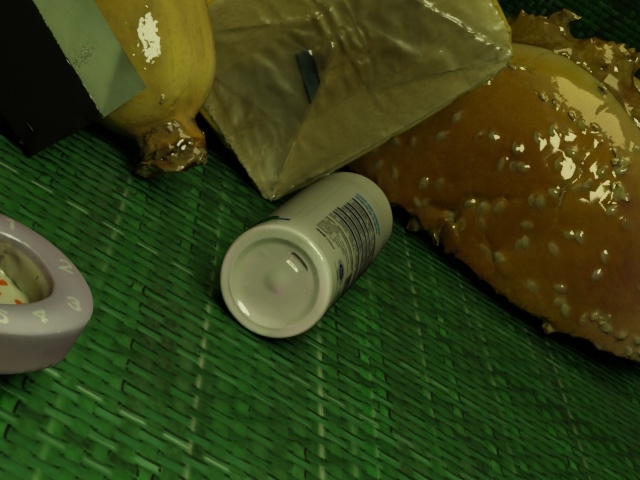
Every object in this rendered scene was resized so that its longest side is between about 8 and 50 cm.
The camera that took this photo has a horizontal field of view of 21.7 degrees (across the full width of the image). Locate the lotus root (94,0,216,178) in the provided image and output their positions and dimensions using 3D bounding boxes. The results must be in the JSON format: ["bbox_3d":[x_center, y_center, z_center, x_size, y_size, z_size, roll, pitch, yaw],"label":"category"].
[{"bbox_3d":[-0.167,-0.198,1.419,0.146,0.131,0.303,-8,86,-58],"label":"lotus root"}]

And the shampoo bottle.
[{"bbox_3d":[0.000,0.000,1.402,0.092,0.092,0.303,36,18,3],"label":"shampoo bottle"}]

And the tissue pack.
[{"bbox_3d":[0.008,-0.247,1.667,0.228,0.293,0.382,57,11,-23],"label":"tissue pack"}]

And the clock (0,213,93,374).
[{"bbox_3d":[-0.230,0.027,0.969,0.198,0.064,0.172,27,19,-23],"label":"clock"}]

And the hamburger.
[{"bbox_3d":[0.240,-0.090,1.762,0.445,0.287,0.268,37,18,18],"label":"hamburger"}]

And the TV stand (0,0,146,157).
[{"bbox_3d":[-0.250,-0.205,1.296,0.269,0.088,0.083,59,28,-10],"label":"TV stand"}]
